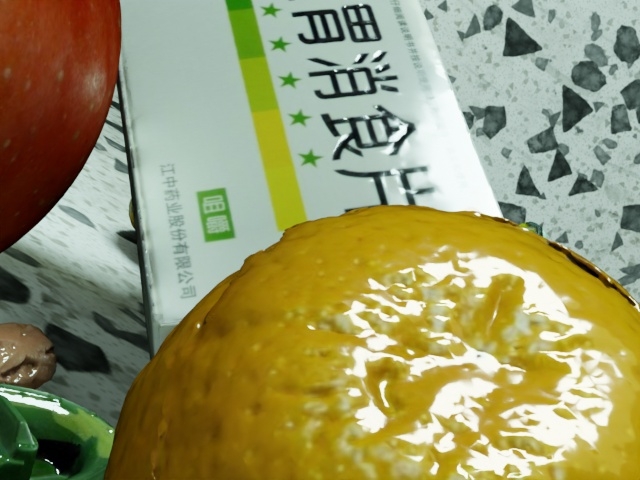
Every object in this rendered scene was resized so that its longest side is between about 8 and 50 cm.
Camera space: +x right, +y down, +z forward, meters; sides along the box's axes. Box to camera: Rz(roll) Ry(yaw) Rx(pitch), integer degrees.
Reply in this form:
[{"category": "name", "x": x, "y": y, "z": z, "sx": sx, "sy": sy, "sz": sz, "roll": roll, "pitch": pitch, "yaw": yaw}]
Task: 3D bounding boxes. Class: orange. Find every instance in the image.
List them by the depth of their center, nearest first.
[{"category": "orange", "x": 0.031, "y": 0.094, "z": 0.391, "sx": 0.219, "sy": 0.193, "sz": 0.219, "roll": -4, "pitch": 31, "yaw": 3}]

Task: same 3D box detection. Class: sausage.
[{"category": "sausage", "x": -0.182, "y": 0.046, "z": 0.485, "sx": 0.042, "sy": 0.036, "sz": 0.158, "roll": 39, "pitch": 10, "yaw": 35}]

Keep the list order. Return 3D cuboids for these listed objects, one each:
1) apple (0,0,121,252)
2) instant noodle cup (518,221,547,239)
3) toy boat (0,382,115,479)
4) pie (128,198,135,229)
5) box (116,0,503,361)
[{"category": "apple", "x": -0.232, "y": -0.097, "z": 0.506, "sx": 0.260, "sy": 0.216, "sz": 0.260, "roll": 24, "pitch": 13, "yaw": -6}, {"category": "instant noodle cup", "x": 0.198, "y": 0.131, "z": 0.925, "sx": 0.236, "sy": 0.215, "sz": 0.215, "roll": 38, "pitch": 7, "yaw": -6}, {"category": "toy boat", "x": -0.148, "y": 0.074, "z": 0.382, "sx": 0.104, "sy": 0.052, "sz": 0.210, "roll": 35, "pitch": 8, "yaw": 38}, {"category": "pie", "x": -0.085, "y": 0.000, "z": 0.960, "sx": 0.193, "sy": 0.079, "sz": 0.163, "roll": 36, "pitch": -8, "yaw": -28}, {"category": "box", "x": -0.025, "y": -0.058, "z": 0.623, "sx": 0.173, "sy": 0.145, "sz": 0.333, "roll": -7, "pitch": 53, "yaw": -10}]
